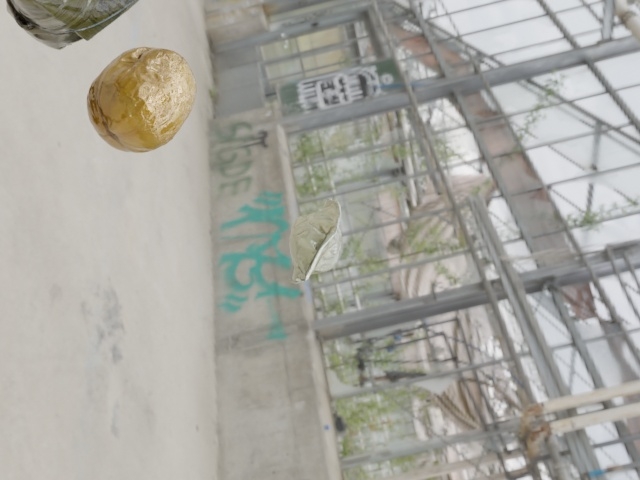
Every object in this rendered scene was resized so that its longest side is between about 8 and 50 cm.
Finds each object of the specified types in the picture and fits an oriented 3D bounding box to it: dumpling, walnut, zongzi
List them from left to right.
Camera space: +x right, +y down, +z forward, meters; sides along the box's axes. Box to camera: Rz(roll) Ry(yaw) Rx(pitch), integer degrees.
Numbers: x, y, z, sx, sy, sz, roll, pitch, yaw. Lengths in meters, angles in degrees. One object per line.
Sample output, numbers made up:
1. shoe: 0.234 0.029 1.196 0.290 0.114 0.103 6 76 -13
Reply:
1. zongzi: -0.347 -0.414 1.112 0.138 0.286 0.300 53 -6 -10
2. walnut: -0.339 -0.270 1.411 0.225 0.193 0.193 -69 153 -43
3. dumpling: -0.002 -0.003 1.511 0.155 0.111 0.181 165 -75 -66
